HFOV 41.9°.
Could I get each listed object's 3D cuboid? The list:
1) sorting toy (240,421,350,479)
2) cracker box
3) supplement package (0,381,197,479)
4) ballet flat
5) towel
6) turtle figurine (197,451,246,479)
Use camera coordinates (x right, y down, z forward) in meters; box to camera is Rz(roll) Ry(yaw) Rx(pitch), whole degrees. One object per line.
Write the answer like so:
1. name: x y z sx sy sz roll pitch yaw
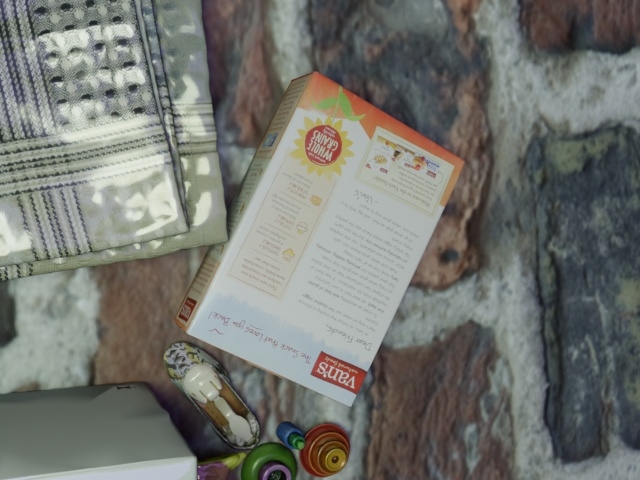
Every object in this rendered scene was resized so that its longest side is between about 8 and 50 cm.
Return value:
1. sorting toy: -0.018 0.191 0.722 0.101 0.042 0.061 -22 102 -18
2. cracker box: 0.000 0.000 0.700 0.155 0.067 0.232 28 83 -20
3. supplement package: -0.198 0.255 0.572 0.197 0.199 0.263 -2 95 -21
4. ballet flat: -0.085 0.131 0.692 0.041 0.041 0.114 -40 107 -14
5. towel: -0.234 -0.125 0.584 0.324 0.056 0.313 -11 92 -19
6. turtle figurine: -0.066 0.281 0.647 0.087 0.269 0.218 -16 75 1
